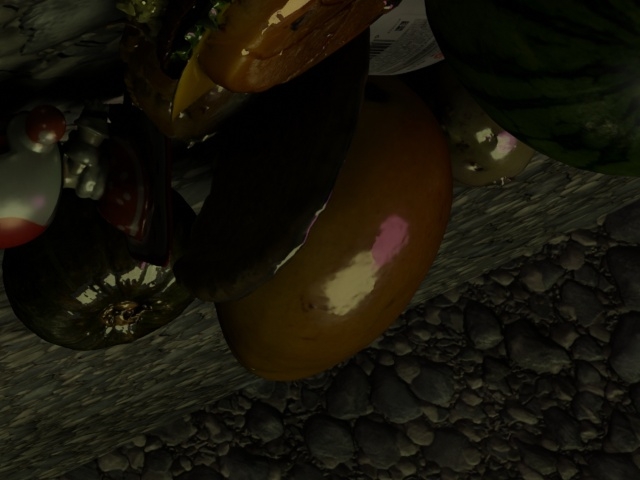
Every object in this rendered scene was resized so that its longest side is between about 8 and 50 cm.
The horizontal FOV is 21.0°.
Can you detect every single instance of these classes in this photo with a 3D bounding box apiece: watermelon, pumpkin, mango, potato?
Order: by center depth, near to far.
[{"bbox_3d":[0.231,-0.148,1.135,0.331,0.189,0.330,5,140,4],"label":"watermelon"},{"bbox_3d":[0.000,0.000,1.810,0.232,0.300,0.445,21,150,2],"label":"mango"},{"bbox_3d":[-0.225,0.021,1.817,0.224,0.157,0.223,-18,150,-10],"label":"pumpkin"},{"bbox_3d":[0.171,-0.139,1.878,0.165,0.165,0.262,-23,180,-1],"label":"potato"}]

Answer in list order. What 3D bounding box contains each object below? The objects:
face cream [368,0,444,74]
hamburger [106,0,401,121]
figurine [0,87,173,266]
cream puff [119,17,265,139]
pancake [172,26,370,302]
[{"bbox_3d":[0.083,-0.201,1.585,0.144,0.071,0.291,-33,165,35],"label":"face cream"},{"bbox_3d":[-0.020,-0.203,1.153,0.262,0.138,0.243,-29,170,-41],"label":"hamburger"},{"bbox_3d":[-0.253,-0.054,1.454,0.226,0.160,0.183,-2,-178,-17],"label":"figurine"},{"bbox_3d":[-0.089,-0.155,1.332,0.165,0.115,0.150,-44,171,29],"label":"cream puff"},{"bbox_3d":[-0.051,-0.086,1.404,0.033,0.288,0.286,27,171,-30],"label":"pancake"}]
